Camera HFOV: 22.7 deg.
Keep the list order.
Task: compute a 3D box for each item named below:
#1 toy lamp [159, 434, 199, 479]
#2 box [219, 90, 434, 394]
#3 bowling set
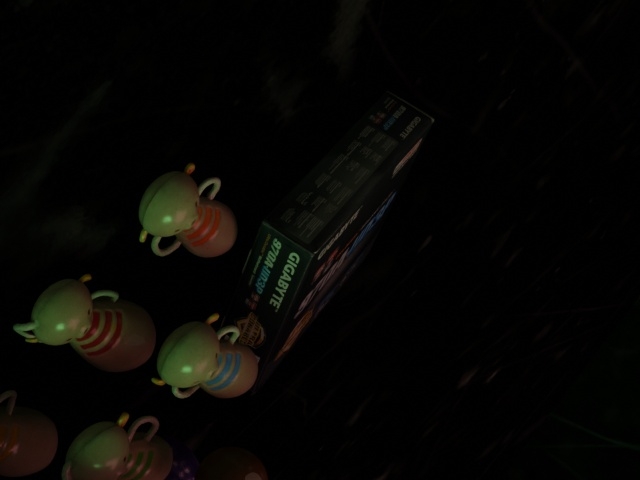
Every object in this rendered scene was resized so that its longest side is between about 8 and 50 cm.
[{"bbox_3d":[-0.217,0.261,1.381,0.274,0.080,0.080,-27,152,-44],"label":"toy lamp"},{"bbox_3d":[0.000,0.000,1.305,0.220,0.051,0.175,-48,167,-46],"label":"box"},{"bbox_3d":[-0.117,0.103,1.125,0.287,0.200,0.154,-52,160,0],"label":"bowling set"}]
